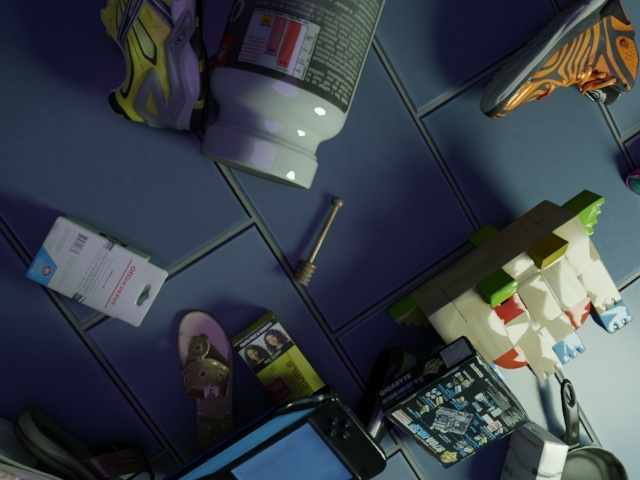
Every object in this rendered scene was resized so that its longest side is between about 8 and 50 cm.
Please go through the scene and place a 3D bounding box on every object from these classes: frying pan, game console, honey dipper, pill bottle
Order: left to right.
[{"bbox_3d":[-0.078,0.366,0.837,0.293,0.173,0.250,-35,99,13],"label":"game console"},{"bbox_3d":[-0.040,-0.272,0.805,0.210,0.210,0.362,18,91,-13],"label":"pill bottle"},{"bbox_3d":[0.000,0.000,0.935,0.031,0.030,0.160,27,85,-13],"label":"honey dipper"},{"bbox_3d":[0.476,0.443,1.065,0.197,0.053,0.326,-37,100,-6],"label":"frying pan"}]

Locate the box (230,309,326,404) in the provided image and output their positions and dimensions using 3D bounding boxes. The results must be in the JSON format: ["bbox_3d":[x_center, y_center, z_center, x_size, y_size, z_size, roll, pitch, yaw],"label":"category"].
[{"bbox_3d":[-0.050,0.236,0.929,0.087,0.058,0.232,-35,102,-7],"label":"box"}]

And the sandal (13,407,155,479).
[{"bbox_3d":[-0.331,0.348,0.856,0.303,0.120,0.086,42,72,-12],"label":"sandal"}]

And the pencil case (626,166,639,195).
[{"bbox_3d":[0.653,-0.153,1.038,0.151,0.064,0.070,-47,118,-5],"label":"pencil case"}]

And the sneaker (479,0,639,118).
[{"bbox_3d":[0.435,-0.285,0.948,0.321,0.124,0.180,-43,101,-5],"label":"sneaker"}]

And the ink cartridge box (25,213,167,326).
[{"bbox_3d":[-0.339,0.048,0.849,0.180,0.060,0.104,29,88,-13],"label":"ink cartridge box"}]

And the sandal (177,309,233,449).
[{"bbox_3d":[-0.180,0.237,0.891,0.088,0.079,0.239,-8,97,-11],"label":"sandal"}]

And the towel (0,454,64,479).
[{"bbox_3d":[-0.414,0.457,0.812,0.332,0.053,0.317,29,118,-12],"label":"towel"}]

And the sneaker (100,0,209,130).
[{"bbox_3d":[-0.243,-0.355,0.791,0.147,0.145,0.384,-2,92,-7],"label":"sneaker"}]

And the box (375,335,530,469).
[{"bbox_3d":[0.224,0.276,0.910,0.175,0.051,0.220,-36,122,12],"label":"box"}]

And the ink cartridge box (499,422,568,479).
[{"bbox_3d":[0.395,0.421,1.020,0.056,0.099,0.135,12,93,-13],"label":"ink cartridge box"}]

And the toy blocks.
[{"bbox_3d":[0.354,0.123,0.957,0.381,0.190,0.261,-35,110,4],"label":"toy blocks"}]

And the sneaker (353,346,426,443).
[{"bbox_3d":[0.122,0.302,0.959,0.097,0.084,0.234,24,90,-14],"label":"sneaker"}]

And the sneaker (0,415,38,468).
[{"bbox_3d":[-0.562,0.297,0.772,0.293,0.169,0.108,29,87,-14],"label":"sneaker"}]
